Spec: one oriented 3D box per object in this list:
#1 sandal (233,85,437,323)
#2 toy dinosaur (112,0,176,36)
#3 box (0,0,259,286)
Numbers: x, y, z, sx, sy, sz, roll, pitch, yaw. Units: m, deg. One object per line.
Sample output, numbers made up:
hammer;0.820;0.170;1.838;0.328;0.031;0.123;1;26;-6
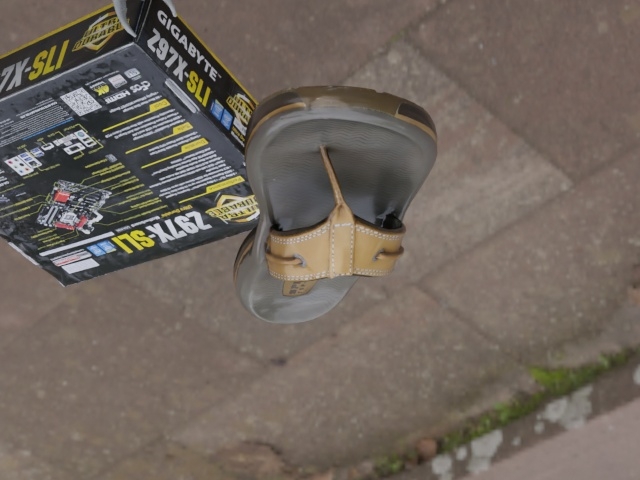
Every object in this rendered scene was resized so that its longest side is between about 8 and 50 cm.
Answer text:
sandal;0.000;0.000;0.536;0.090;0.060;0.219;1;151;-15
toy dinosaur;-0.175;-0.328;0.935;0.121;0.314;0.160;-4;140;19
box;-0.214;-0.083;1.097;0.322;0.079;0.257;-17;139;30
